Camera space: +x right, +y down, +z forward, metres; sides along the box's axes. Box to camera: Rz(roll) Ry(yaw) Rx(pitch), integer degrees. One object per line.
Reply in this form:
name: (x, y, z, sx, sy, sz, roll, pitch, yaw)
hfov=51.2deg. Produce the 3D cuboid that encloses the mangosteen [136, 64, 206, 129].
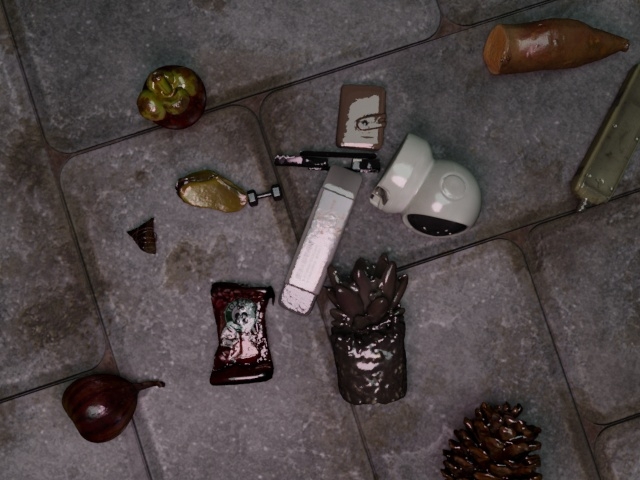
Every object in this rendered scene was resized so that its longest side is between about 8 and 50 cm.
mangosteen: (-0.327, -0.323, 1.506, 0.145, 0.181, 0.156, 28, 84, -19)

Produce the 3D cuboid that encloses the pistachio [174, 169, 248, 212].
pistachio: (-0.251, -0.120, 1.560, 0.172, 0.049, 0.090, 12, 109, -2)

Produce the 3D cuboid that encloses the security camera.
security camera: (0.249, -0.108, 1.498, 0.236, 0.194, 0.195, 31, 87, -2)

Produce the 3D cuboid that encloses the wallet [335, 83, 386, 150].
wallet: (0.098, -0.290, 1.578, 0.117, 0.039, 0.153, 4, 86, 2)

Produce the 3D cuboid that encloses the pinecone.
pinecone: (0.371, 0.483, 1.451, 0.224, 0.224, 0.273, 12, 89, 0)

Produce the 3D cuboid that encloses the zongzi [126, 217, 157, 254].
zongzi: (-0.404, -0.018, 1.553, 0.073, 0.067, 0.083, -46, 71, 4)

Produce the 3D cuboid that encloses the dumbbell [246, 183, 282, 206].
dumbbell: (-0.132, -0.106, 1.567, 0.083, 0.036, 0.040, -13, 88, -1)

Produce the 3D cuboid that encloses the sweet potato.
sweet potato: (0.556, -0.456, 1.546, 0.336, 0.131, 0.131, -7, 87, -1)

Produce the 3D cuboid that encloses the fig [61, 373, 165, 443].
fig: (-0.474, 0.364, 1.481, 0.202, 0.149, 0.148, -23, 126, 11)

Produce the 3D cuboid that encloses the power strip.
power strip: (0.694, -0.233, 1.572, 0.092, 0.066, 0.388, 29, 85, -1)

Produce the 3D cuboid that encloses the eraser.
eraser: (0.000, 0.000, 1.538, 0.089, 0.061, 0.352, 22, 94, -1)

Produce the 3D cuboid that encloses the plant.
plant: (0.115, 0.193, 1.488, 0.194, 0.181, 0.321, -5, 92, -1)

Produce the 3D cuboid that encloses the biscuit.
biscuit: (-0.179, 0.212, 1.537, 0.151, 0.063, 0.236, -1, 85, -1)

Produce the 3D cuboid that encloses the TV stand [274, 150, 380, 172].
TV stand: (0.016, -0.186, 1.572, 0.249, 0.036, 0.042, 2, 88, 0)
